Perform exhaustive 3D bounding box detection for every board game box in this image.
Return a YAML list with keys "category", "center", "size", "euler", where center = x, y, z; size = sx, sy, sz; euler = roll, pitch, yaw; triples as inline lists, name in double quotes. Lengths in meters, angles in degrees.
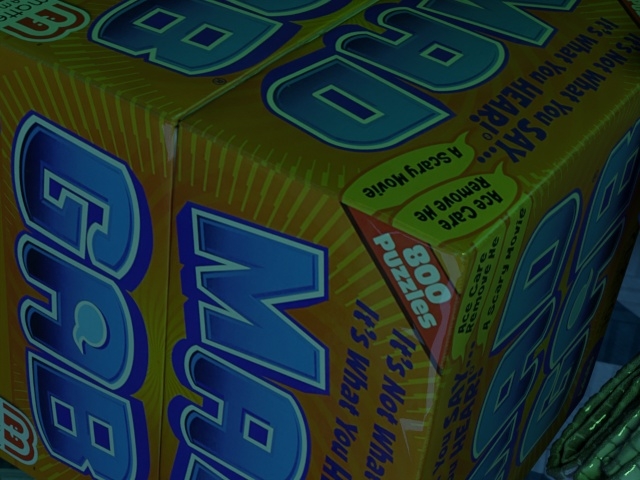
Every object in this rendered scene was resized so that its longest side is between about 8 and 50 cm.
- category: "board game box"
  center: [0.000, 0.000, 0.872]
  size: [0.356, 0.356, 0.356]
  euler: [26, 130, 22]

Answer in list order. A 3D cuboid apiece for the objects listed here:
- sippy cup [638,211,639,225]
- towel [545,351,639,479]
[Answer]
- category: "sippy cup"
  center: [0.323, -0.025, 0.729]
  size: [0.224, 0.240, 0.305]
  euler: [16, 120, 61]
- category: "towel"
  center: [0.354, 0.161, 0.979]
  size: [0.235, 0.283, 0.121]
  euler: [45, 180, -15]
